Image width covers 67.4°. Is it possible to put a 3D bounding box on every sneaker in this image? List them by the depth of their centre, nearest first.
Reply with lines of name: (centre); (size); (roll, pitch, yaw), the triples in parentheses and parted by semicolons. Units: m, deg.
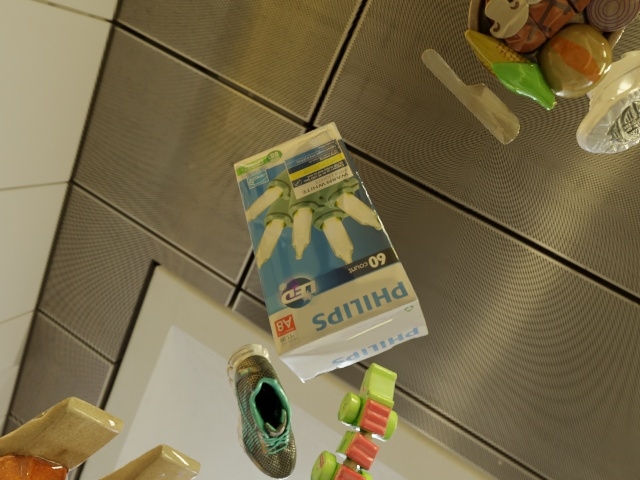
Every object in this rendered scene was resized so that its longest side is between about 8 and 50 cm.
sneaker: (-0.058, 0.200, 0.524); (0.064, 0.076, 0.167); (-22, -72, -21)
sneaker: (0.458, -0.218, 0.750); (0.232, 0.115, 0.090); (-41, -57, -16)

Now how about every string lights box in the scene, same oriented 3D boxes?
string lights box: (0.000, 0.000, 0.513); (0.133, 0.077, 0.260); (-23, -129, 4)

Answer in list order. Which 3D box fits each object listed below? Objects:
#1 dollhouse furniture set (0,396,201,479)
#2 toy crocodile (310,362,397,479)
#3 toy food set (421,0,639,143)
dollhouse furniture set: (-0.159, 0.199, 0.170); (0.135, 0.262, 0.259); (-28, -48, 9)
toy crocodile: (0.079, 0.415, 0.972); (0.115, 0.341, 0.105); (31, -27, -6)
toy food set: (0.185, -0.178, 0.379); (0.132, 0.038, 0.192); (38, -64, -11)
